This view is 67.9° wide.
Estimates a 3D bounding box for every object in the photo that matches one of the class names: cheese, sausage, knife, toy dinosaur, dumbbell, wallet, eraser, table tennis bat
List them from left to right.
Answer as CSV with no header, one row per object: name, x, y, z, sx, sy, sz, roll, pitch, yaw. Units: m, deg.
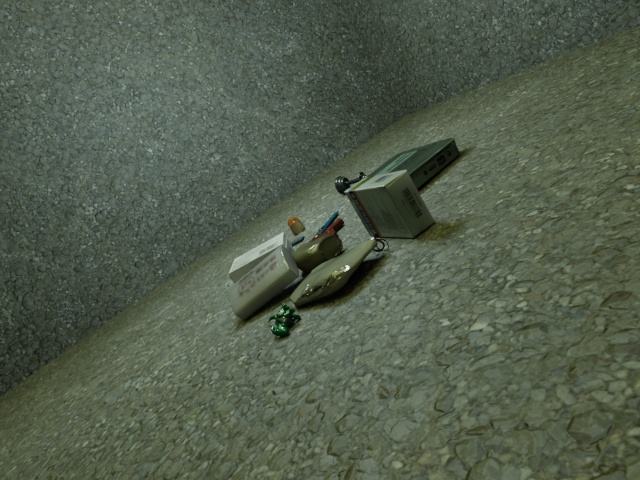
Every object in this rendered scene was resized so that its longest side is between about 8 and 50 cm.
eraser,-0.212,0.156,1.768,0.270,0.095,0.174,-38,36,9
toy dinosaur,-0.119,0.247,1.450,0.096,0.059,0.132,-46,26,-25
sausage,-0.140,-0.090,2.606,0.071,0.071,0.234,-33,14,-2
cheese,-0.025,0.050,1.834,0.175,0.091,0.202,-40,16,-34
table tennis bat,0.000,0.000,2.057,0.200,0.038,0.310,-14,23,51
knife,0.025,-0.072,2.277,0.044,0.026,0.296,-37,9,36
wallet,0.042,0.108,1.557,0.335,0.068,0.275,-28,9,45
dumbbell,0.188,-0.332,2.672,0.255,0.110,0.110,-13,23,37

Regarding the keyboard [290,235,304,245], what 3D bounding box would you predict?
keyboard,-0.158,0.026,2.364,0.176,0.014,0.055,-27,14,21

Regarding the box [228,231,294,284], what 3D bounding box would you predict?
box,-0.256,0.096,2.116,0.274,0.116,0.203,-29,15,4

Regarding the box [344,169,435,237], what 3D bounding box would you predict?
box,0.228,-0.118,1.623,0.106,0.200,0.299,-36,14,-16

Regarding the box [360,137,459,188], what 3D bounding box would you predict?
box,0.376,-0.311,2.146,0.396,0.111,0.397,-39,17,-26
